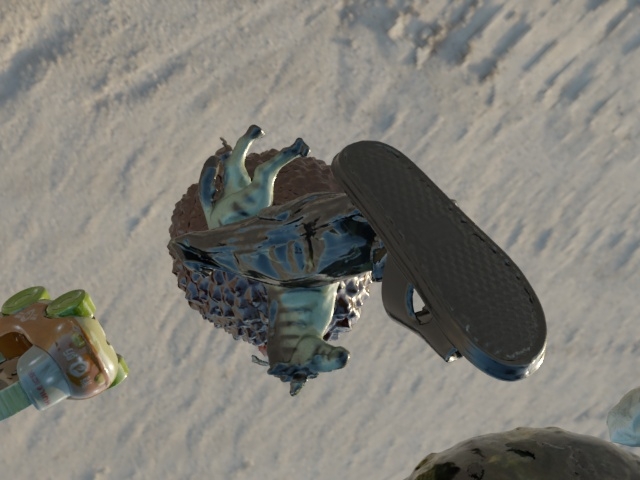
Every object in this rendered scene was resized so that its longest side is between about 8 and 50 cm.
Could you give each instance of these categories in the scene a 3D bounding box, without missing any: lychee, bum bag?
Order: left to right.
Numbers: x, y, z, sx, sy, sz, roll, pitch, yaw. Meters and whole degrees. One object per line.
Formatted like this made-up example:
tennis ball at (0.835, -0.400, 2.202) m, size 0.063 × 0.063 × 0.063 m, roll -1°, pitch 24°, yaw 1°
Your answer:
lychee at (-0.064, 0.006, 1.299) m, size 0.264 × 0.264 × 0.300 m, roll -32°, pitch 118°, yaw -3°
bum bag at (0.001, 0.000, 0.751) m, size 0.248 × 0.069 × 0.102 m, roll -8°, pitch 177°, yaw 44°

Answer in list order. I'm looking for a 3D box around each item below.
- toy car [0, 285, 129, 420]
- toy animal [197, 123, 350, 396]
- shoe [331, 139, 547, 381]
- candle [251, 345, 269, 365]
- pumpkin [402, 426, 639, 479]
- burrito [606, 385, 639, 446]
toy car at (-0.412, 0.182, 1.441) m, size 0.235 × 0.235 × 0.145 m, roll -27°, pitch 113°, yaw -10°
toy animal at (-0.036, 0.013, 0.919) m, size 0.176 × 0.217 × 0.073 m, roll -48°, pitch 176°, yaw -12°
shoe at (0.054, 0.015, 0.528) m, size 0.062 × 0.159 × 0.053 m, roll -14°, pitch 147°, yaw -37°
candle at (-0.080, 0.125, 1.405) m, size 0.048 × 0.162 × 0.053 m, roll 3°, pitch 111°, yaw -17°
pumpkin at (0.224, 0.405, 1.001) m, size 0.454 × 0.454 × 0.344 m, roll -22°, pitch 155°, yaw -17°
burrito at (0.305, 0.120, 0.779) m, size 0.064 × 0.064 × 0.203 m, roll 4°, pitch 161°, yaw -42°
